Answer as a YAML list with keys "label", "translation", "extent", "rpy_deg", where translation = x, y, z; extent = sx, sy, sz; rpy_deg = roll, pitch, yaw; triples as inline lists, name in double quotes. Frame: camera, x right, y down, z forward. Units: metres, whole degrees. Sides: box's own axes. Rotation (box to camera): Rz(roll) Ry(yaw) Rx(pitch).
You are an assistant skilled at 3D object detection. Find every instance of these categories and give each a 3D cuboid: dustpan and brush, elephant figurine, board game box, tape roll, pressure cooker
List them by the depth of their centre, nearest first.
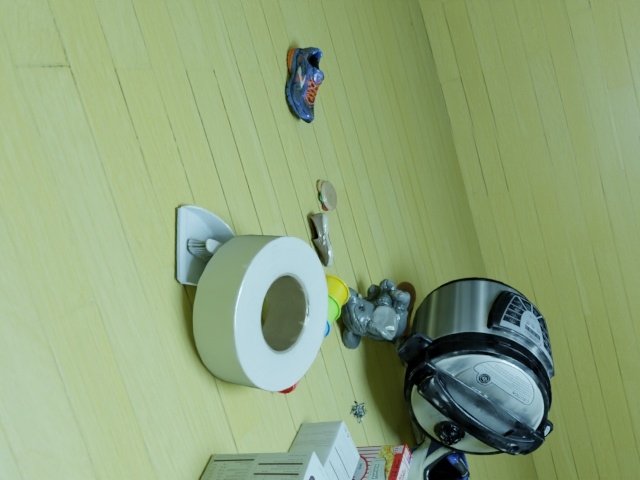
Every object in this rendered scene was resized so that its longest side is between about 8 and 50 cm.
- label: "tape roll"
  translation: [-0.101, 0.131, 1.182]
  extent: [0.286, 0.100, 0.286]
  rpy_deg: [-6, 97, -57]
- label: "dustpan and brush"
  translation: [-0.176, 0.024, 1.192]
  extent: [0.211, 0.060, 0.147]
  rpy_deg: [28, 55, -60]
- label: "board game box"
  translation: [0.086, 0.507, 1.359]
  extent: [0.045, 0.194, 0.146]
  rpy_deg: [66, 28, -21]
- label: "elephant figurine"
  translation: [0.115, 0.199, 1.628]
  extent: [0.239, 0.186, 0.169]
  rpy_deg: [-17, 138, -53]
- label: "pressure cooker"
  translation: [0.405, 0.343, 1.650]
  extent: [0.420, 0.370, 0.375]
  rpy_deg: [-64, 148, -58]

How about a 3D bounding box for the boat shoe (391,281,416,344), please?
- label: "boat shoe"
  translation: [0.240, 0.218, 1.933]
  extent: [0.073, 0.073, 0.207]
  rpy_deg: [106, 3, -48]

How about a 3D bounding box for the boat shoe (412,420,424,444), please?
- label: "boat shoe"
  translation: [0.329, 0.570, 1.923]
  extent: [0.096, 0.098, 0.276]
  rpy_deg: [-104, 180, -78]

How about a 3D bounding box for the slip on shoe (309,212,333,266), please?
- label: "slip on shoe"
  translation: [0.000, 0.000, 1.576]
  extent: [0.041, 0.051, 0.135]
  rpy_deg: [-8, 96, -24]

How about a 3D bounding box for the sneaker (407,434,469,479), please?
- label: "sneaker"
  translation: [0.345, 0.583, 1.739]
  extent: [0.316, 0.182, 0.127]
  rpy_deg: [-32, 105, -39]

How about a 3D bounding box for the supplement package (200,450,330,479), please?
- label: "supplement package"
  translation: [-0.068, 0.493, 1.051]
  extent: [0.261, 0.204, 0.145]
  rpy_deg: [65, 30, -25]

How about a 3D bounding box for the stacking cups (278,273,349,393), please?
- label: "stacking cups"
  translation: [-0.024, 0.195, 1.383]
  extent: [0.096, 0.096, 0.316]
  rpy_deg: [66, 29, -22]

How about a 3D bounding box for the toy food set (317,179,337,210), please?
- label: "toy food set"
  translation: [0.019, -0.116, 1.678]
  extent: [0.083, 0.020, 0.082]
  rpy_deg: [11, 70, -62]

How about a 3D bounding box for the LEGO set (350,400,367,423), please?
- label: "LEGO set"
  translation: [0.103, 0.428, 1.614]
  extent: [0.083, 0.024, 0.054]
  rpy_deg: [-30, 106, -62]

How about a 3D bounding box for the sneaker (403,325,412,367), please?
- label: "sneaker"
  translation: [0.306, 0.315, 1.991]
  extent: [0.111, 0.103, 0.252]
  rpy_deg: [70, 22, -6]

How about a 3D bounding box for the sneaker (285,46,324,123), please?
- label: "sneaker"
  translation: [-0.034, -0.401, 1.619]
  extent: [0.083, 0.087, 0.221]
  rpy_deg: [24, 58, -58]

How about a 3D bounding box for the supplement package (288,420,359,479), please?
- label: "supplement package"
  translation: [-0.005, 0.468, 1.295]
  extent: [0.105, 0.105, 0.179]
  rpy_deg: [68, 29, -20]
